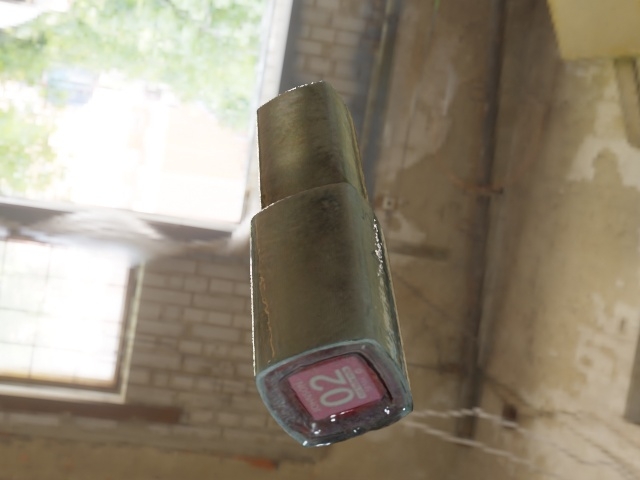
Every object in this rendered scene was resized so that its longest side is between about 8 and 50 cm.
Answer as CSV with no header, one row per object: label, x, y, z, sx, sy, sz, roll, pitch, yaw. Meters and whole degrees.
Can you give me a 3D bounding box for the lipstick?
lipstick,0.000,0.000,0.719,0.077,0.079,0.253,-20,-139,13
